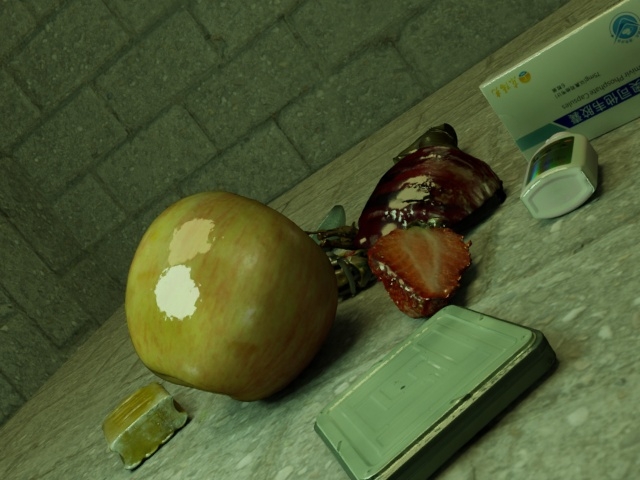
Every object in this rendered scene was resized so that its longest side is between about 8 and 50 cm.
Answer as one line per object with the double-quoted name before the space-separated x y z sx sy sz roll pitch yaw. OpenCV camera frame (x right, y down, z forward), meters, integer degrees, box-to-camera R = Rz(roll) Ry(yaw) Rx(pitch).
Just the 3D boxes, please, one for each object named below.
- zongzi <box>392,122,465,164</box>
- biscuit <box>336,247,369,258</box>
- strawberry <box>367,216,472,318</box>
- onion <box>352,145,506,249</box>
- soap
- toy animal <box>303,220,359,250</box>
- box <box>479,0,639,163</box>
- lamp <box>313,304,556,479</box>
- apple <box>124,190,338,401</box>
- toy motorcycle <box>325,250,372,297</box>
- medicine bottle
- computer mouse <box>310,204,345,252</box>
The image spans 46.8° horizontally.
"zongzi" 0.332 -0.240 1.887 0.242 0.112 0.221 -11 27 49
"biscuit" 0.105 0.016 1.689 0.048 0.026 0.292 -52 13 -33
"strawberry" 0.161 0.061 1.225 0.175 0.106 0.236 10 35 21
"onion" 0.186 -0.090 1.475 0.314 0.146 0.280 -7 21 45
"soap" -0.382 0.385 1.581 0.160 0.080 0.257 -40 12 -18
"toy animal" 0.053 -0.010 1.659 0.149 0.054 0.275 2 8 28
"box" 0.494 -0.296 1.373 0.343 0.200 0.065 -28 12 40
"lamp" 0.126 0.189 0.919 0.269 0.047 0.266 -39 10 -9
"apple" -0.163 0.107 1.324 0.391 0.392 0.346 -12 51 65
"toy motorcycle" 0.019 0.081 1.540 0.229 0.094 0.130 -24 9 -3
"medicine bottle" 0.404 -0.120 1.241 0.115 0.078 0.219 -32 13 32
"computer mouse" 0.006 0.002 1.988 0.229 0.068 0.113 -52 -2 -18
